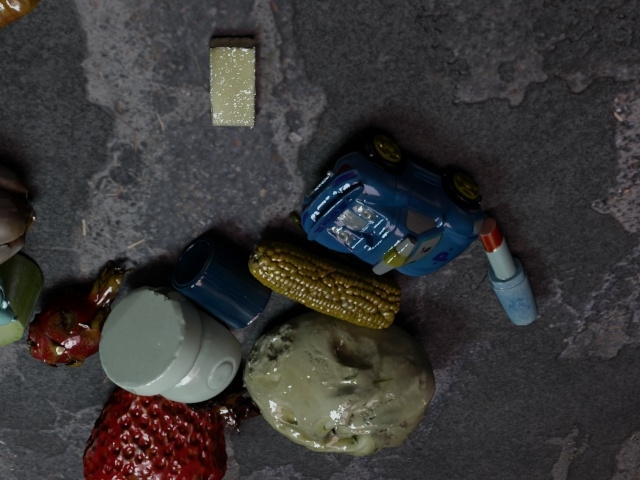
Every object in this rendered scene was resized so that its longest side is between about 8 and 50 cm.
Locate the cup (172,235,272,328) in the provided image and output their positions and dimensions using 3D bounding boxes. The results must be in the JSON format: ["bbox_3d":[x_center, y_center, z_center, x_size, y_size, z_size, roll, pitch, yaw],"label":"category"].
[{"bbox_3d":[-0.183,0.079,1.597,0.150,0.113,0.138,-34,128,26],"label":"cup"}]

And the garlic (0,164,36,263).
[{"bbox_3d":[-0.548,-0.021,1.426,0.191,0.160,0.214,21,129,-18],"label":"garlic"}]

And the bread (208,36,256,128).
[{"bbox_3d":[-0.126,-0.225,1.334,0.068,0.028,0.154,-1,138,-4],"label":"bread"}]

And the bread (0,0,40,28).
[{"bbox_3d":[-0.471,-0.386,1.047,0.195,0.149,0.344,-14,139,27],"label":"bread"}]

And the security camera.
[{"bbox_3d":[-0.250,0.197,1.646,0.194,0.195,0.236,-24,149,21],"label":"security camera"}]

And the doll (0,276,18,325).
[{"bbox_3d":[-0.568,0.114,1.471,0.158,0.059,0.159,-47,126,8],"label":"doll"}]

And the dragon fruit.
[{"bbox_3d":[-0.418,0.128,1.639,0.246,0.125,0.125,-49,152,15],"label":"dragon fruit"}]

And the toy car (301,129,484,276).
[{"bbox_3d":[0.124,-0.028,1.473,0.314,0.166,0.198,23,134,-27],"label":"toy car"}]

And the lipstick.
[{"bbox_3d":[0.329,0.053,1.647,0.068,0.061,0.274,-20,136,13],"label":"lipstick"}]

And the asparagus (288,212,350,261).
[{"bbox_3d":[0.000,0.000,1.597,0.016,0.016,0.163,-43,126,11],"label":"asparagus"}]

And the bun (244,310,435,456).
[{"bbox_3d":[0.032,0.289,1.762,0.361,0.235,0.326,7,142,-3],"label":"bun"}]

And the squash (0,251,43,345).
[{"bbox_3d":[-0.568,0.103,1.595,0.170,0.123,0.170,-4,143,-3],"label":"squash"}]

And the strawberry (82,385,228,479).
[{"bbox_3d":[-0.327,0.398,1.856,0.291,0.310,0.292,1,167,0],"label":"strawberry"}]

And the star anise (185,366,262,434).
[{"bbox_3d":[-0.184,0.287,1.804,0.053,0.157,0.212,-16,145,34],"label":"star anise"}]

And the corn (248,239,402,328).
[{"bbox_3d":[0.007,0.078,1.612,0.312,0.102,0.102,19,133,-26],"label":"corn"}]
